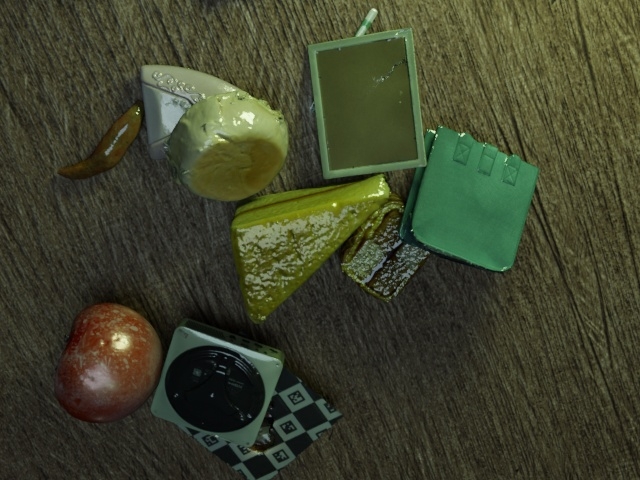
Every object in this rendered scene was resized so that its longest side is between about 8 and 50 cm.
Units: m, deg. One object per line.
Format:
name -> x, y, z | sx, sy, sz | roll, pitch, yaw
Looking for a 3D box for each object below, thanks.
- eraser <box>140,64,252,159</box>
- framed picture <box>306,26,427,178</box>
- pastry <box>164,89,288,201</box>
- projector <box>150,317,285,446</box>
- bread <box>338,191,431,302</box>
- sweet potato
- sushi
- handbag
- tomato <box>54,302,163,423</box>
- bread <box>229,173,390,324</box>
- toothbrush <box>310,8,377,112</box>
eraser -> -0.261, -0.283, 1.763 | 0.243, 0.059, 0.204 | -4, 107, 0
framed picture -> 0.099, -0.288, 1.731 | 0.231, 0.018, 0.293 | -6, 93, 15
pastry -> -0.193, -0.196, 1.707 | 0.264, 0.133, 0.265 | -18, 150, -11
projector -> -0.240, 0.334, 1.875 | 0.257, 0.079, 0.259 | 19, 112, -2
bread -> 0.148, 0.015, 1.841 | 0.181, 0.096, 0.222 | 33, 104, -12
sweet potato -> -0.469, -0.201, 1.788 | 0.255, 0.058, 0.078 | -40, 87, 13
sushi -> -0.167, 0.397, 1.978 | 0.339, 0.069, 0.320 | 40, 111, -12
handbag -> 0.318, -0.081, 1.774 | 0.268, 0.100, 0.274 | 17, 80, -16
tomato -> -0.469, 0.279, 1.824 | 0.227, 0.270, 0.270 | 18, 106, -6
bread -> 0.000, 0.000, 1.764 | 0.361, 0.233, 0.245 | -13, 107, 2
toothbrush -> 0.048, -0.385, 1.757 | 0.018, 0.024, 0.257 | 31, 103, -10
